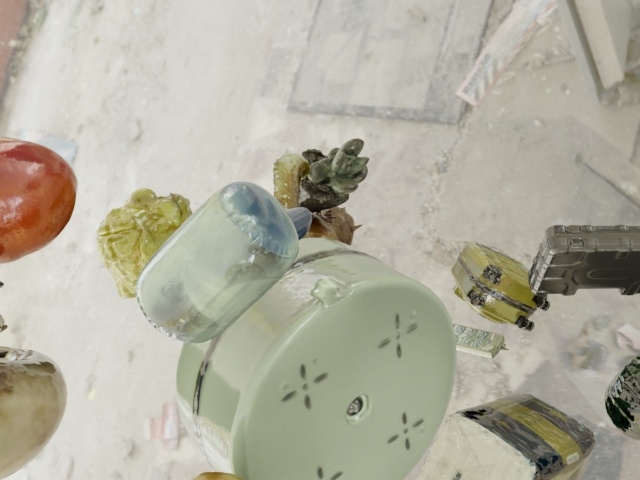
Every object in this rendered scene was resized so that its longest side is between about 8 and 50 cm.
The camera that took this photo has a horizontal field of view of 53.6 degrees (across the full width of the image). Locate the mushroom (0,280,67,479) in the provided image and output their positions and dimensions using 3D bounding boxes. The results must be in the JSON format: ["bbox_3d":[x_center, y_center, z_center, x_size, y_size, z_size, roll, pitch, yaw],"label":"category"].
[{"bbox_3d":[-0.543,0.189,0.887,0.362,0.362,0.294,3,80,39],"label":"mushroom"}]

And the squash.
[{"bbox_3d":[0.739,0.323,1.375,0.252,0.252,0.165,-46,56,20],"label":"squash"}]

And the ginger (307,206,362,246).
[{"bbox_3d":[0.000,0.000,1.674,0.254,0.418,0.176,-19,105,-4],"label":"ginger"}]

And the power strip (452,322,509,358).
[{"bbox_3d":[0.420,0.278,1.774,0.227,0.029,0.080,9,39,40],"label":"power strip"}]

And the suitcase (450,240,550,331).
[{"bbox_3d":[0.447,0.119,1.626,0.143,0.194,0.235,-61,15,18],"label":"suitcase"}]

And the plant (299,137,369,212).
[{"bbox_3d":[0.020,-0.162,1.537,0.274,0.149,0.146,-19,74,63],"label":"plant"}]

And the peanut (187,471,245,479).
[{"bbox_3d":[-0.036,0.357,0.584,0.147,0.147,0.319,-39,79,24],"label":"peanut"}]

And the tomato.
[{"bbox_3d":[-0.561,-0.078,1.099,0.260,0.180,0.260,-10,35,7],"label":"tomato"}]

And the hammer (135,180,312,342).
[{"bbox_3d":[-0.048,0.003,0.469,0.069,0.194,0.116,47,111,3],"label":"hammer"}]

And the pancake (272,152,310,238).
[{"bbox_3d":[-0.042,-0.044,1.194,0.054,0.197,0.376,-8,48,8],"label":"pancake"}]

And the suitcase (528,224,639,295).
[{"bbox_3d":[0.586,0.043,1.289,0.286,0.206,0.066,-1,56,4],"label":"suitcase"}]

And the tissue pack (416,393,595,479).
[{"bbox_3d":[0.441,0.533,1.482,0.253,0.417,0.264,29,104,36],"label":"tissue pack"}]

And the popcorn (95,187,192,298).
[{"bbox_3d":[-0.368,0.011,1.388,0.195,0.256,0.254,6,80,44],"label":"popcorn"}]

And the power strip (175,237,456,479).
[{"bbox_3d":[0.001,0.185,0.800,0.161,0.357,0.357,27,96,49],"label":"power strip"}]
